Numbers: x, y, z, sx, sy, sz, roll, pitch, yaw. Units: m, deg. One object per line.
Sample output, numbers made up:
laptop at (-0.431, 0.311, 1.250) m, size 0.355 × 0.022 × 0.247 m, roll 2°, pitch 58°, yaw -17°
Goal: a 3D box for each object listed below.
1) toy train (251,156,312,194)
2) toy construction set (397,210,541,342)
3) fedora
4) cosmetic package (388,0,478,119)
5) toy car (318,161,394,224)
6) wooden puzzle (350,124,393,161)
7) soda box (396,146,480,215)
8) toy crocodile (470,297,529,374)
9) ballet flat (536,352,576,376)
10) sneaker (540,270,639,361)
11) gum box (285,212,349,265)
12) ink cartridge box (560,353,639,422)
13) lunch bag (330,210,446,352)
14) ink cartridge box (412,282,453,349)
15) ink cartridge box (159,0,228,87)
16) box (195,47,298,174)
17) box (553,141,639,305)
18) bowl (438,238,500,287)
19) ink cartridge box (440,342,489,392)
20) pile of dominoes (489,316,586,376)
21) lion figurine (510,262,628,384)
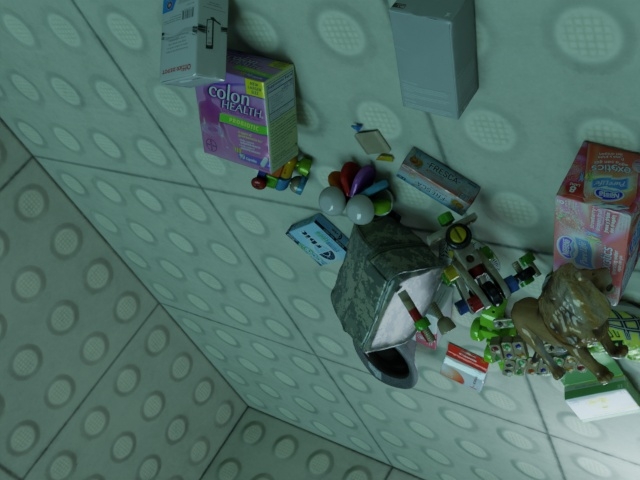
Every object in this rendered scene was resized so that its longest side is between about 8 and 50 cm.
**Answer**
toy train at (-0.085, -0.214, 2.024) m, size 0.143 × 0.105 × 0.248 m, roll 19°, pitch 147°, yaw -6°
toy construction set at (0.306, 0.070, 1.799) m, size 0.309 × 0.257 × 0.237 m, roll -35°, pitch 82°, yaw 23°
fedora at (0.235, 0.348, 2.549) m, size 0.244 × 0.124 × 0.275 m, roll 1°, pitch 130°, yaw 45°
cosmetic package at (0.213, -0.349, 1.431) m, size 0.127 × 0.107 × 0.238 m, roll 21°, pitch 148°, yaw 25°
toy car at (0.095, -0.126, 1.925) m, size 0.182 × 0.159 × 0.136 m, roll 19°, pitch 114°, yaw 29°
wooden puzzle at (0.124, -0.231, 1.830) m, size 0.079 × 0.014 × 0.116 m, roll 3°, pitch 141°, yaw 40°
soda box at (0.269, -0.135, 1.772) m, size 0.183 × 0.058 × 0.063 m, roll 33°, pitch 154°, yaw 5°
toy crocodile at (0.509, 0.277, 2.158) m, size 0.115 × 0.105 × 0.340 m, roll 12°, pitch 151°, yaw 37°
ballet flat at (0.662, 0.345, 2.126) m, size 0.052 × 0.057 × 0.168 m, roll 30°, pitch 150°, yaw -33°
sneaker at (0.678, 0.217, 1.793) m, size 0.385 × 0.147 × 0.145 m, roll 27°, pitch 151°, yaw 10°
gum box at (0.000, 0.000, 2.329) m, size 0.157 × 0.041 × 0.184 m, roll 42°, pitch 152°, yaw -16°
ink cartridge box at (0.727, 0.389, 2.055) m, size 0.171 × 0.056 × 0.235 m, roll -21°, pitch 129°, yaw 33°
lunch bag at (0.153, 0.098, 2.028) m, size 0.256 × 0.213 × 0.305 m, roll 48°, pitch 134°, yaw 36°
ink cartridge box at (0.235, 0.175, 2.266) m, size 0.283 × 0.117 × 0.207 m, roll 23°, pitch 152°, yaw 21°
ink cartridge box at (-0.280, -0.448, 1.709) m, size 0.086 × 0.203 × 0.148 m, roll 2°, pitch -179°, yaw -43°
box at (-0.176, -0.310, 1.846) m, size 0.214 × 0.117 × 0.243 m, roll 21°, pitch 131°, yaw 27°
box at (0.551, -0.027, 1.521) m, size 0.142 × 0.154 × 0.300 m, roll 19°, pitch 151°, yaw 28°
bowl at (0.365, 0.069, 1.981) m, size 0.170 × 0.080 × 0.170 m, roll 26°, pitch 152°, yaw 15°
ink cartridge box at (0.462, 0.411, 2.487) m, size 0.145 × 0.045 × 0.179 m, roll 24°, pitch 155°, yaw 19°
pile of dominoes at (0.569, 0.282, 2.000) m, size 0.251 × 0.040 × 0.196 m, roll -7°, pitch 119°, yaw 26°
lion figurine at (0.485, 0.171, 1.612) m, size 0.240 × 0.142 × 0.392 m, roll 47°, pitch 158°, yaw -5°
